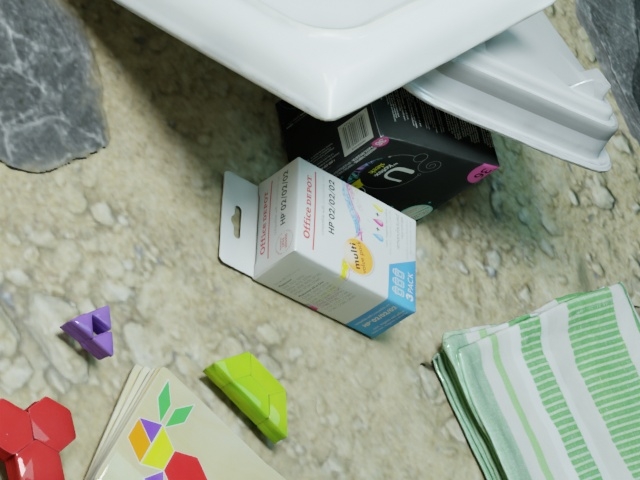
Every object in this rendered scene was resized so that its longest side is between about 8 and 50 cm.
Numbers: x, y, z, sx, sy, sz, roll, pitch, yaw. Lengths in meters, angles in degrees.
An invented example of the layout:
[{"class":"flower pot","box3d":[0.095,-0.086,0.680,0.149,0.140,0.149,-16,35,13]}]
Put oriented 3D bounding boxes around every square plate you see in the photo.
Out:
[{"class":"square plate","box3d":[-0.016,-0.251,1.636,0.347,0.049,0.344,32,41,26]}]

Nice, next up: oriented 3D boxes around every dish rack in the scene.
[{"class":"dish rack","box3d":[0.145,-0.216,1.797,0.285,0.072,0.333,18,29,-32]}]

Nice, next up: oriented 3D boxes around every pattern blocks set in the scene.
[{"class":"pattern blocks set","box3d":[-0.100,0.193,1.441,0.325,0.026,0.285,51,39,-8]}]

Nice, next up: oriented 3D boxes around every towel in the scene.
[{"class":"towel","box3d":[0.256,0.173,1.821,0.325,0.038,0.248,-15,77,-50]}]

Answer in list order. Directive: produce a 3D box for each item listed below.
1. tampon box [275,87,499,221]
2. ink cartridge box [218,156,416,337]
[{"class":"tampon box","box3d":[0.063,-0.096,1.733,0.161,0.120,0.101,12,55,-42]},{"class":"ink cartridge box","box3d":[0.000,0.000,1.649,0.181,0.061,0.104,27,47,-32]}]
